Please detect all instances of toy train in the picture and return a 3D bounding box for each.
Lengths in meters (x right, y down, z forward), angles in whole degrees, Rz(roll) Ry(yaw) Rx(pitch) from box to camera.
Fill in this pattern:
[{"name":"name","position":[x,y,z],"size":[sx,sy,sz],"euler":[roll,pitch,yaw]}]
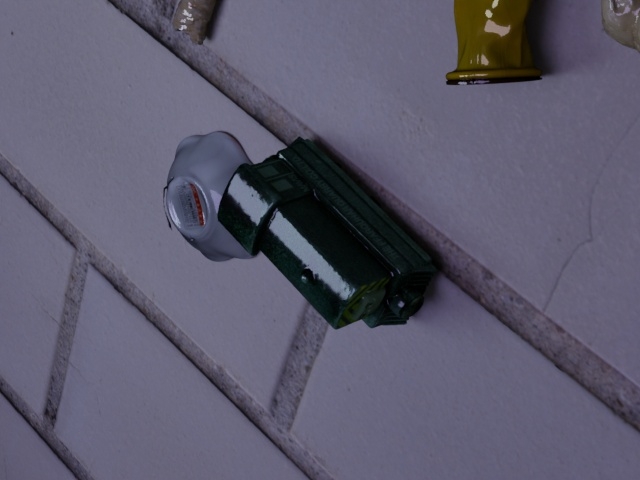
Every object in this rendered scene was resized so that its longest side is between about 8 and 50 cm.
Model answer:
[{"name":"toy train","position":[0.000,0.000,1.696],"size":[0.330,0.178,0.138],"euler":[46,131,25]}]

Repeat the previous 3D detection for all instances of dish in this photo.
[{"name":"dish","position":[-0.189,-0.061,1.928],"size":[0.229,0.081,0.229],"euler":[17,115,39]}]

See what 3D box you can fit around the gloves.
[{"name":"gloves","position":[0.203,-0.337,1.441],"size":[0.133,0.116,0.294],"euler":[4,101,36]}]

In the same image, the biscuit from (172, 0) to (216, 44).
[{"name":"biscuit","position":[-0.169,-0.396,1.807],"size":[0.061,0.055,0.219],"euler":[39,129,15]}]

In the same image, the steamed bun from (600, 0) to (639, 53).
[{"name":"steamed bun","position":[0.369,-0.248,1.261],"size":[0.172,0.155,0.140],"euler":[47,133,23]}]
